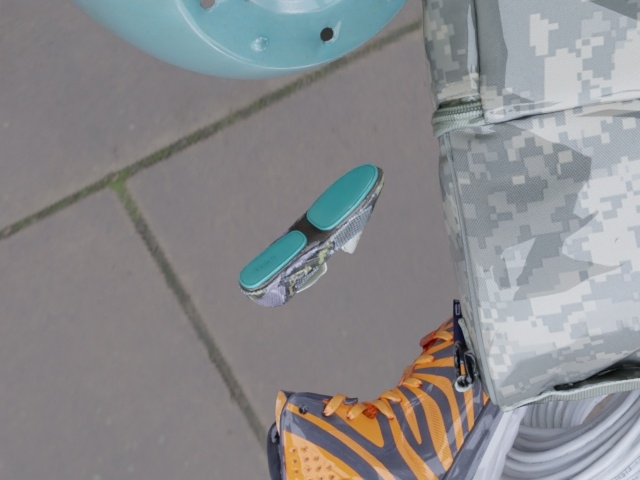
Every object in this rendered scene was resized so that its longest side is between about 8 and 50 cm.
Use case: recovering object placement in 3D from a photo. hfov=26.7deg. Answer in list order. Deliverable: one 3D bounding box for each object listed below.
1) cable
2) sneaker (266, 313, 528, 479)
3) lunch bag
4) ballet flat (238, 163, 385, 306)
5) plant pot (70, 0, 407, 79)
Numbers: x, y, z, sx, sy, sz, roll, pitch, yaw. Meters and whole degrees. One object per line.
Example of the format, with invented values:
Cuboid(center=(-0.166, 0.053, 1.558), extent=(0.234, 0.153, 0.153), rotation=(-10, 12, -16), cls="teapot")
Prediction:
Cuboid(center=(0.240, 0.137, 1.160), extent=(0.257, 0.257, 0.089), rotation=(-43, 110, 9), cls="cable")
Cuboid(center=(0.063, 0.122, 1.056), extent=(0.180, 0.124, 0.321), rotation=(22, 67, 1), cls="sneaker")
Cuboid(center=(0.211, -0.042, 0.762), extent=(0.305, 0.212, 0.256), rotation=(-7, 83, 12), cls="lunch bag")
Cuboid(center=(0.000, 0.000, 0.838), extent=(0.114, 0.041, 0.041), rotation=(-42, 104, -2), cls="ballet flat")
Cuboid(center=(-0.056, -0.239, 0.877), extent=(0.293, 0.235, 0.293), rotation=(-13, 124, -20), cls="plant pot")
